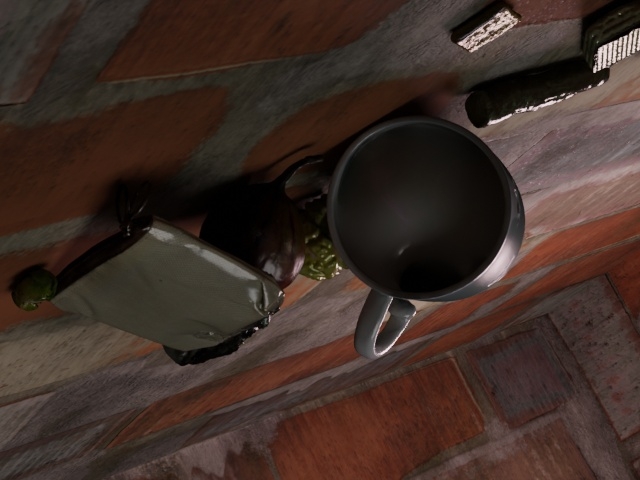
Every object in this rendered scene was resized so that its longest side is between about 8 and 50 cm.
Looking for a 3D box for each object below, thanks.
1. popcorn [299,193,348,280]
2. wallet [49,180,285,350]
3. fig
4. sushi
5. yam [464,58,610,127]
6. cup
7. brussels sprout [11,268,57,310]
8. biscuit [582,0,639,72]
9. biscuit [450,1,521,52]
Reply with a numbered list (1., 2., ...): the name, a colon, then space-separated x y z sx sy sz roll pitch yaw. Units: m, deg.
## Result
1. popcorn: 0.000 0.000 1.984 0.126 0.125 0.145 -22 156 15
2. wallet: -0.202 0.057 1.685 0.275 0.068 0.335 28 146 -23
3. fig: -0.089 -0.012 1.755 0.148 0.149 0.202 11 130 -2
4. sushi: -0.160 0.106 2.057 0.127 0.124 0.225 -10 152 -50
5. yam: 0.332 -0.225 1.925 0.274 0.061 0.061 -19 163 -32
6. cup: 0.149 0.011 1.892 0.356 0.259 0.274 -66 163 3
7. brussels sprout: -0.379 0.070 1.695 0.051 0.046 0.083 -6 156 -39
8. biscuit: 0.496 -0.335 1.853 0.252 0.052 0.150 -28 169 7
9. biscuit: 0.210 -0.270 1.631 0.083 0.018 0.081 -32 165 20
